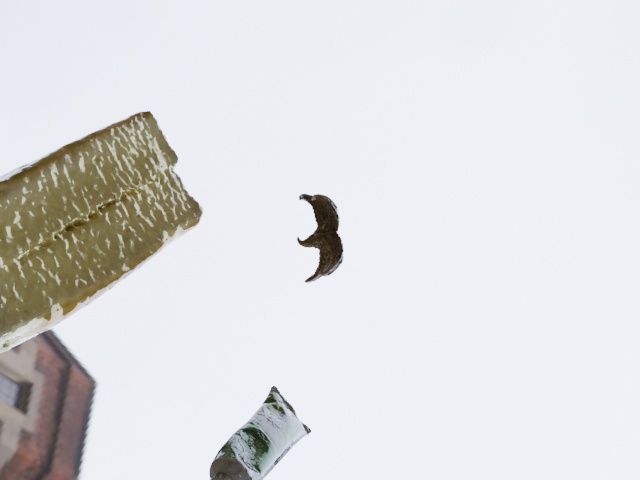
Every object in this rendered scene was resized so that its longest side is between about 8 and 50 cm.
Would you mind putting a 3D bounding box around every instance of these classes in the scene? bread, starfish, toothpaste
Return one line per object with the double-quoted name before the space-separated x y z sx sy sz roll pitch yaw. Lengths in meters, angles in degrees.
"bread" -0.245 0.024 0.755 0.239 0.111 0.246 -25 -172 31
"starfish" 0.000 0.000 0.991 0.078 0.028 0.091 39 -54 56
"toothpaste" -0.072 0.237 1.194 0.047 0.248 0.078 -40 -93 21
